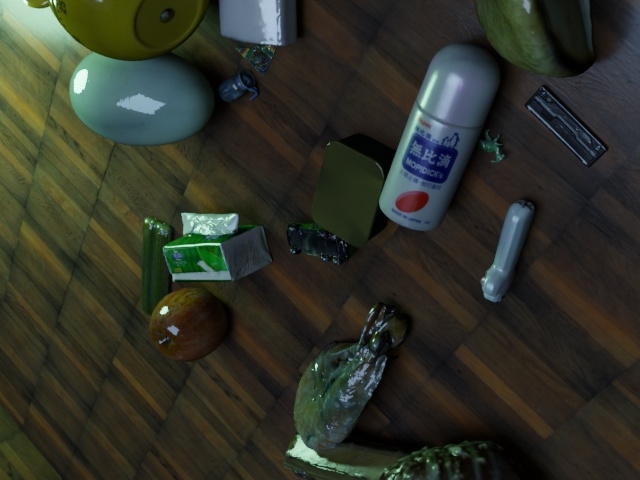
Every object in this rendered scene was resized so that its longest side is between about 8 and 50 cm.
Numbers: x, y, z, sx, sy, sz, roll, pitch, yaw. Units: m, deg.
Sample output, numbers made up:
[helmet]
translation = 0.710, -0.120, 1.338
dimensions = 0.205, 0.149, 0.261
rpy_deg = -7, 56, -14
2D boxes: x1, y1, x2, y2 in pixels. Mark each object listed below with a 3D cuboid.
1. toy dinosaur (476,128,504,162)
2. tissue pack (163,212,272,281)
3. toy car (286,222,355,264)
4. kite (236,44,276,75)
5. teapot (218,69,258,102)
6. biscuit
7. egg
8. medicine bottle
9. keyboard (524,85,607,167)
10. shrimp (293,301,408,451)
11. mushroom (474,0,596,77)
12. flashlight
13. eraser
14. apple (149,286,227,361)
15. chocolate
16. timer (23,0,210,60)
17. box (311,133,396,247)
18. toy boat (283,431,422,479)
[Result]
[toy dinosaur]
translation = 0.301, -0.168, 1.483
dimensions = 0.083, 0.021, 0.062
rpy_deg = -19, 93, 59
[tissue pack]
translation = -0.251, 0.009, 1.936
dimensions = 0.209, 0.148, 0.156
rpy_deg = -2, 110, 41
[toy car]
translation = 0.000, 0.000, 1.783
dimensions = 0.165, 0.062, 0.071
rpy_deg = 11, 117, 35
[kite]
translation = -0.130, -0.395, 1.737
dimensions = 0.122, 0.004, 0.090
rpy_deg = -4, 108, 40
[teapot]
translation = -0.179, -0.327, 1.780
dimensions = 0.083, 0.049, 0.063
rpy_deg = -21, 97, 43
[biscuit]
translation = -0.447, 0.086, 2.212
dimensions = 0.099, 0.038, 0.322
rpy_deg = 27, 125, 24
[egg]
translation = -0.399, -0.325, 1.841
dimensions = 0.371, 0.230, 0.229
rpy_deg = 10, 117, 27
[medicine bottle]
translation = 0.215, -0.188, 1.465
dimensions = 0.130, 0.130, 0.340
rpy_deg = 34, 126, 22
[keyboard]
translation = 0.414, -0.192, 1.385
dimensions = 0.155, 0.010, 0.053
rpy_deg = 48, 134, 10
[shrimp]
translation = 0.059, 0.302, 1.850
dimensions = 0.445, 0.110, 0.221
rpy_deg = -55, 38, 34
[mushroom]
translation = 0.297, -0.390, 1.242
dimensions = 0.212, 0.217, 0.291
rpy_deg = 16, 121, 37
[flashlight]
translation = 0.341, 0.018, 1.499
dimensions = 0.048, 0.093, 0.200
rpy_deg = 26, 119, 28
[eraser]
translation = -0.127, -0.529, 1.608
dimensions = 0.174, 0.095, 0.270
rpy_deg = 17, 121, 33
[apple]
translation = -0.339, 0.216, 2.093
dimensions = 0.188, 0.174, 0.188
rpy_deg = 21, 125, 32
[chocolate]
translation = 0.267, 0.518, 1.668
dimensions = 0.225, 0.340, 0.210
rpy_deg = 89, 167, -76
[timer]
translation = -0.415, -0.558, 1.665
dimensions = 0.387, 0.376, 0.376
rpy_deg = 45, 133, 27
[box]
translation = 0.076, -0.104, 1.651
dimensions = 0.144, 0.090, 0.201
rpy_deg = 30, 127, 25
[toy boat]
translation = 0.086, 0.534, 1.937
dimensions = 0.446, 0.135, 0.162
rpy_deg = 1, 146, 38
